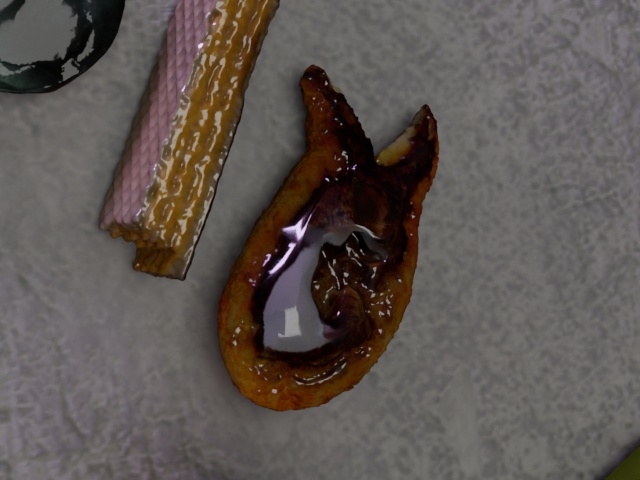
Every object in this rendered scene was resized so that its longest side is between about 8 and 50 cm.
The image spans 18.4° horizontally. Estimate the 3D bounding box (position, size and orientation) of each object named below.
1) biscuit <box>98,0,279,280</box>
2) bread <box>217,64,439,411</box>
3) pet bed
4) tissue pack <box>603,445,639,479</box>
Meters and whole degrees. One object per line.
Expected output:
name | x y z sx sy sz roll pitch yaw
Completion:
biscuit | -0.076 -0.158 1.473 0.054 0.094 0.379 22 83 -23
bread | 0.006 0.006 1.506 0.139 0.095 0.269 25 67 -19
pet bed | -0.235 -0.202 1.438 0.201 0.053 0.201 0 90 -20
tissue pack | 0.254 0.317 1.541 0.274 0.167 0.200 -41 104 -16
